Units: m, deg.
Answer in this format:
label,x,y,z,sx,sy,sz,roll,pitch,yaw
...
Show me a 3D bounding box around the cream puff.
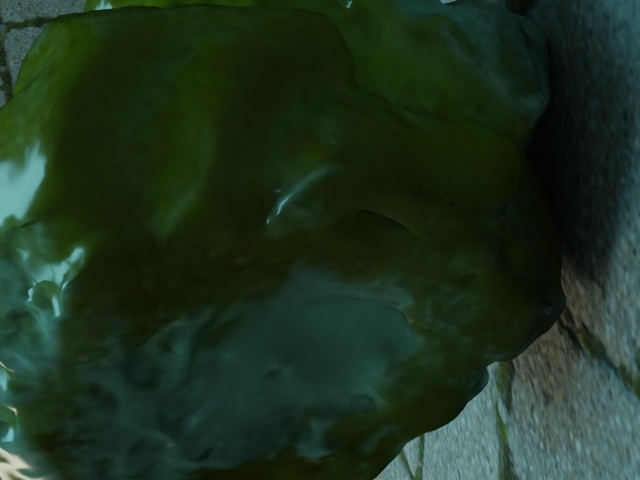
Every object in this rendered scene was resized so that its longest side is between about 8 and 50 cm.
label,x,y,z,sx,sy,sz,roll,pitch,yaw
cream puff,-0.051,-0.019,0.694,0.378,0.378,0.275,94,156,-46
